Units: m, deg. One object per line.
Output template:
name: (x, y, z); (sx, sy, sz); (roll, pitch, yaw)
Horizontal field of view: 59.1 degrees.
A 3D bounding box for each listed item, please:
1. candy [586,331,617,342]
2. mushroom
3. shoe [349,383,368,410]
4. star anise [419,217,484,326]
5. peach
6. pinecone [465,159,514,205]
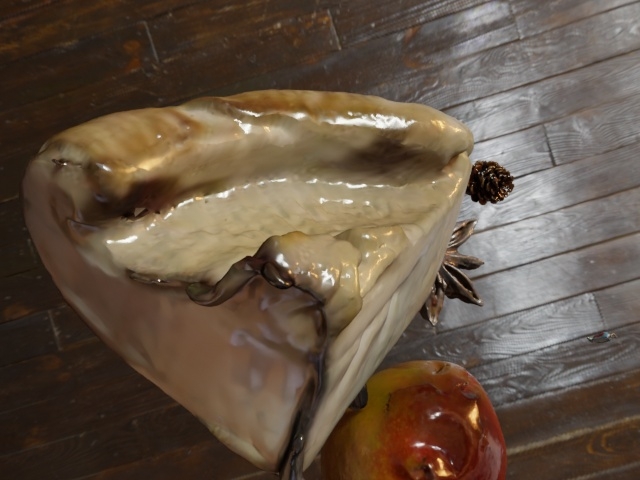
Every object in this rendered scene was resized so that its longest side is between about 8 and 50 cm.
candy: (0.779, 0.269, 1.566); (0.030, 0.083, 0.020); (38, 56, -12)
mushroom: (-0.025, -0.025, 0.557); (0.313, 0.397, 0.224); (27, 131, 22)
shoe: (0.053, 0.179, 0.911); (0.049, 0.071, 0.179); (-8, 83, -36)
star anise: (0.167, 0.011, 0.920); (0.230, 0.081, 0.262); (-37, 94, -17)
peach: (0.156, 0.370, 0.963); (0.372, 0.372, 0.290); (-42, 62, 3)
pinecone: (0.364, -0.126, 1.206); (0.102, 0.109, 0.102); (2, 86, -25)
